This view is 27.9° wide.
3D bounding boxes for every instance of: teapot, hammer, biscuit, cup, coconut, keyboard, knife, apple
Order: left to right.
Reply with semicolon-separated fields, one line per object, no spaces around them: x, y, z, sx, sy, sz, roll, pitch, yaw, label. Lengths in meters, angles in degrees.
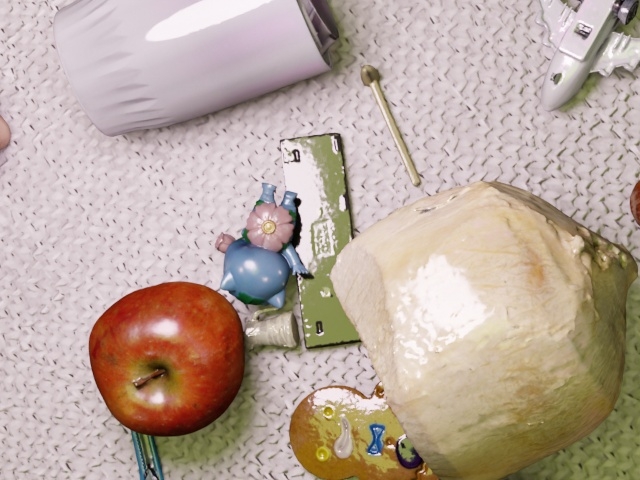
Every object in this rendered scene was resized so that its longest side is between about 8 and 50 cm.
-0.264;0.318;1.923;0.044;0.026;0.296;-17;82;18;knife
-0.212;0.164;1.843;0.230;0.230;0.230;-1;84;8;apple
-0.177;-0.309;1.860;0.371;0.253;0.253;-20;82;8;cup
-0.076;0.132;1.901;0.083;0.057;0.067;-11;87;13;teapot
0.000;0.000;1.916;0.106;0.027;0.317;-7;83;4;keyboard
0.070;0.287;1.874;0.236;0.039;0.180;5;86;11;biscuit
0.106;-0.171;1.906;0.028;0.060;0.195;-25;85;5;hammer
0.238;0.100;1.694;0.404;0.404;0.405;-1;84;8;coconut

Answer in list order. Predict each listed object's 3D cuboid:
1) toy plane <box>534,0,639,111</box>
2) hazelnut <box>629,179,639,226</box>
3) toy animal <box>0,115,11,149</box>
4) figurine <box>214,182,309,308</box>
0.387;-0.301;1.852;0.251;0.101;0.255;32;90;22;toy plane
0.480;-0.052;1.829;0.086;0.086;0.086;-1;84;8;hazelnut
-0.565;-0.180;1.958;0.171;0.171;0.198;-17;74;6;toy animal
-0.086;0.007;1.886;0.114;0.144;0.178;16;91;-25;figurine
